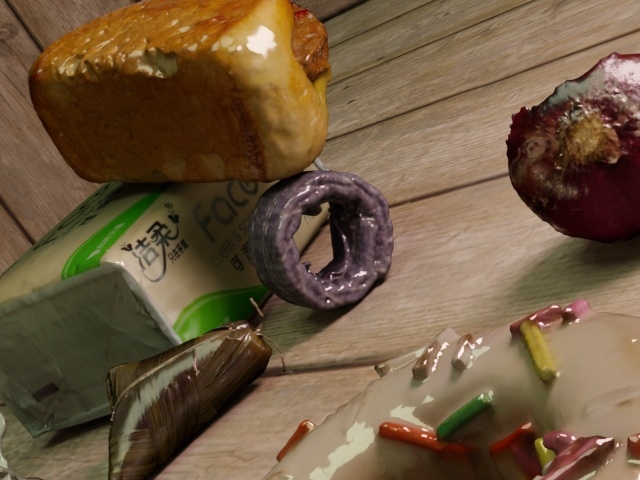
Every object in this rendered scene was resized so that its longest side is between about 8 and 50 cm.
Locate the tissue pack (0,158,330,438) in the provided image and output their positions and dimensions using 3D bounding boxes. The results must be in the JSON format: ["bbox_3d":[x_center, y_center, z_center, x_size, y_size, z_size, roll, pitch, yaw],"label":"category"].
[{"bbox_3d":[-0.212,0.028,1.548,0.331,0.205,0.405,-24,18,37],"label":"tissue pack"}]

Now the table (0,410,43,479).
[{"bbox_3d":[-0.412,0.283,1.313,0.198,0.167,0.166,-24,17,8],"label":"table"}]

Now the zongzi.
[{"bbox_3d":[-0.128,0.168,1.217,0.187,0.084,0.184,-26,31,14],"label":"zongzi"}]

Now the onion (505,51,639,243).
[{"bbox_3d":[0.265,-0.065,1.032,0.198,0.135,0.173,6,-37,-47],"label":"onion"}]

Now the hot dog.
[{"bbox_3d":[-0.136,-0.184,1.406,0.405,0.185,0.223,2,35,41],"label":"hot dog"}]

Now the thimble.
[{"bbox_3d":[-0.001,-0.002,1.315,0.150,0.150,0.097,-40,17,-19],"label":"thimble"}]

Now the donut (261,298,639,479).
[{"bbox_3d":[0.073,0.175,0.632,0.382,0.142,0.383,-33,15,10],"label":"donut"}]
